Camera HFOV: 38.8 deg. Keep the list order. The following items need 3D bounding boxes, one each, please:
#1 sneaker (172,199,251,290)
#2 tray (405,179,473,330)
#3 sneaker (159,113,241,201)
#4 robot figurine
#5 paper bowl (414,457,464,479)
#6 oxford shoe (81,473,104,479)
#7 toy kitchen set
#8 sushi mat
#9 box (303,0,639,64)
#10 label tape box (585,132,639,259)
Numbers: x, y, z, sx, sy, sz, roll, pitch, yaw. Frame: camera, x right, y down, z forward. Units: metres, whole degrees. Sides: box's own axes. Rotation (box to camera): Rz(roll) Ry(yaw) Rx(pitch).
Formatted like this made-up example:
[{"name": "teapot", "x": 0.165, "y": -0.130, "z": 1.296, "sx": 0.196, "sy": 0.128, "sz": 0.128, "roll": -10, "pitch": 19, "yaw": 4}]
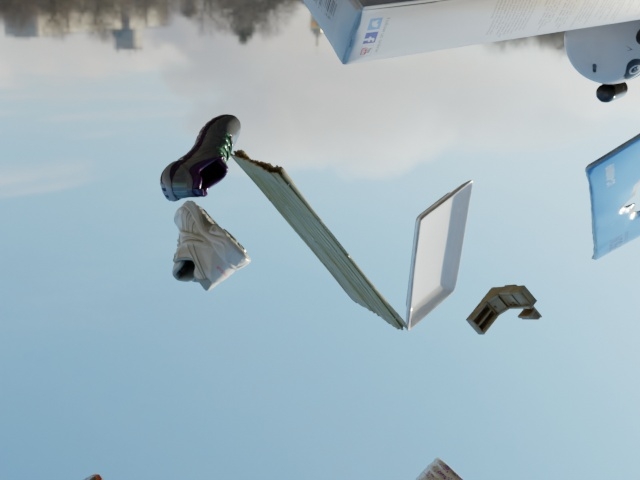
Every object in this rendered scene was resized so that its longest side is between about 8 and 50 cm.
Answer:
[{"name": "sneaker", "x": -0.213, "y": 0.011, "z": 1.520, "sx": 0.115, "sy": 0.090, "sz": 0.232, "roll": -44, "pitch": -148, "yaw": -7}, {"name": "tray", "x": 0.195, "y": 0.025, "z": 1.571, "sx": 0.030, "sy": 0.270, "sz": 0.145, "roll": 32, "pitch": -129, "yaw": 29}, {"name": "sneaker", "x": -0.179, "y": -0.140, "z": 1.582, "sx": 0.098, "sy": 0.083, "sz": 0.223, "roll": 6, "pitch": -136, "yaw": 32}, {"name": "robot figurine", "x": 0.562, "y": -0.384, "z": 1.681, "sx": 0.173, "sy": 0.209, "sz": 0.278, "roll": -28, "pitch": -179, "yaw": 38}, {"name": "paper bowl", "x": 0.239, "y": 0.495, "z": 1.442, "sx": 0.148, "sy": 0.284, "sz": 0.284, "roll": -43, "pitch": -153, "yaw": -6}, {"name": "oxford shoe", "x": -0.351, "y": 0.435, "z": 1.202, "sx": 0.098, "sy": 0.271, "sz": 0.097, "roll": 36, "pitch": 176, "yaw": -16}, {"name": "toy kitchen set", "x": 0.285, "y": 0.117, "z": 1.382, "sx": 0.075, "sy": 0.068, "sz": 0.083, "roll": -47, "pitch": -166, "yaw": -21}, {"name": "sushi mat", "x": 0.000, "y": 0.000, "z": 1.232, "sx": 0.019, "sy": 0.316, "sz": 0.151, "roll": -45, "pitch": -149, "yaw": -9}, {"name": "box", "x": 0.110, "y": -0.258, "z": 0.733, "sx": 0.322, "sy": 0.058, "sz": 0.232, "roll": -14, "pitch": -122, "yaw": -27}, {"name": "label tape box", "x": 0.294, "y": -0.149, "z": 0.602, "sx": 0.348, "sy": 0.115, "sz": 0.249, "roll": -36, "pitch": 158, "yaw": 7}]
